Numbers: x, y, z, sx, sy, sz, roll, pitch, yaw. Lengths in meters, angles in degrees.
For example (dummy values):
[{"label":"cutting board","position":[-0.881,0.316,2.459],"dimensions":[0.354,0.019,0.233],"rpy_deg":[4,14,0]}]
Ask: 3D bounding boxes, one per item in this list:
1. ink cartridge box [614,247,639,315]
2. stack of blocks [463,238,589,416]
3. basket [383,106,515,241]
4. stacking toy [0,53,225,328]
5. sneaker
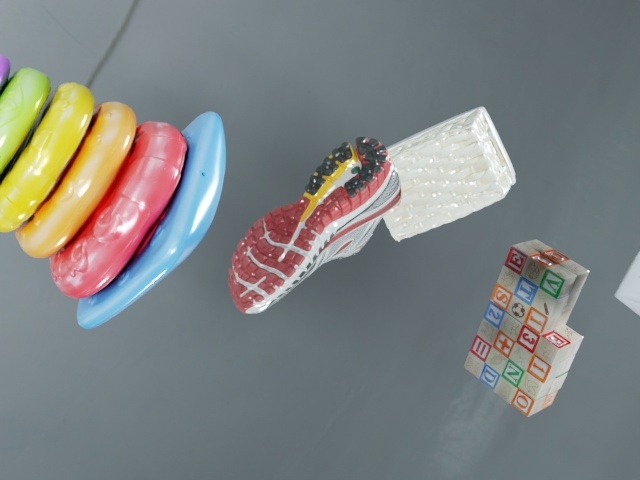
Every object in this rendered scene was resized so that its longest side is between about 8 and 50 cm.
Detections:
[{"label":"ink cartridge box","position":[0.562,-0.042,0.791],"dimensions":[0.166,0.285,0.395],"rpy_deg":[33,85,-27]},{"label":"stack of blocks","position":[0.414,0.170,1.426],"dimensions":[0.087,0.171,0.297],"rpy_deg":[-11,126,-40]},{"label":"basket","position":[0.150,-0.083,0.932],"dimensions":[0.113,0.167,0.103],"rpy_deg":[63,23,-9]},{"label":"stacking toy","position":[-0.238,-0.077,0.548],"dimensions":[0.302,0.175,0.166],"rpy_deg":[34,133,-29]},{"label":"sneaker","position":[0.000,0.000,0.763],"dimensions":[0.225,0.088,0.093],"rpy_deg":[-41,139,2]}]
